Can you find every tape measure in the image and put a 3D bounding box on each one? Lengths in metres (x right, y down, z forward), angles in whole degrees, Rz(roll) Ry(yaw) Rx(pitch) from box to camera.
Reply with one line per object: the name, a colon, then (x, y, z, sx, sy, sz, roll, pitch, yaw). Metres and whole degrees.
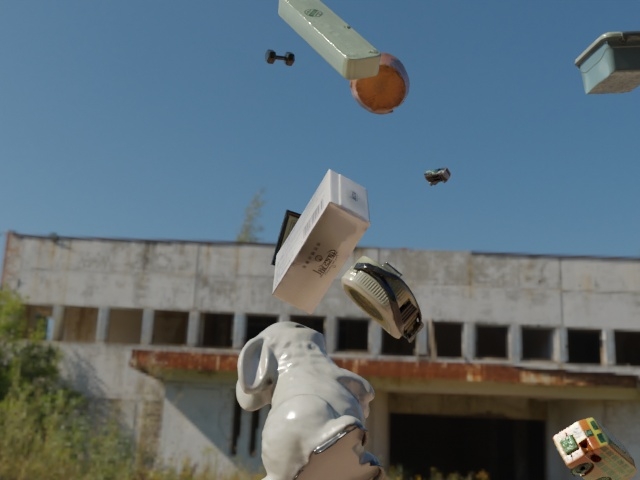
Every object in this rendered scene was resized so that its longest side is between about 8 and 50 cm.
tape measure: (0.197, 0.164, 2.375, 0.271, 0.133, 0.231, 43, -13, 13)

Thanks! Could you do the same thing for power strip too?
power strip: (0.008, -0.489, 1.901, 0.091, 0.385, 0.062, -14, -47, -26)

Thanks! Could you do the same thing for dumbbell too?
dumbbell: (-0.112, -0.507, 2.260, 0.083, 0.036, 0.040, -1, 29, -31)

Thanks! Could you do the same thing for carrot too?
carrot: (0.169, -0.455, 2.425, 0.196, 0.196, 0.254, 0, 16, 8)

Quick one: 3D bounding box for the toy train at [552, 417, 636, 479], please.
toy train: (0.518, 0.405, 1.533, 0.099, 0.072, 0.188, -41, -51, 15)

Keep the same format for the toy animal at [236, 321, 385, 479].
toy animal: (-0.041, 0.284, 1.421, 0.258, 0.357, 0.194, -20, -49, -14)

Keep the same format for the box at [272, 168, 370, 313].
box: (0.000, 0.000, 1.791, 0.111, 0.260, 0.194, 25, 24, -11)

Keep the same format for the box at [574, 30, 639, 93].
box: (0.800, -0.482, 2.197, 0.162, 0.130, 0.227, -3, -7, -5)

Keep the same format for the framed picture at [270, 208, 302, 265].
framed picture: (-0.045, 0.017, 2.626, 0.195, 0.199, 0.010, 19, -19, -12)

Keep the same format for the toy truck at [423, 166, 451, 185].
toy truck: (0.336, -0.188, 2.340, 0.083, 0.044, 0.039, -7, -53, 51)
